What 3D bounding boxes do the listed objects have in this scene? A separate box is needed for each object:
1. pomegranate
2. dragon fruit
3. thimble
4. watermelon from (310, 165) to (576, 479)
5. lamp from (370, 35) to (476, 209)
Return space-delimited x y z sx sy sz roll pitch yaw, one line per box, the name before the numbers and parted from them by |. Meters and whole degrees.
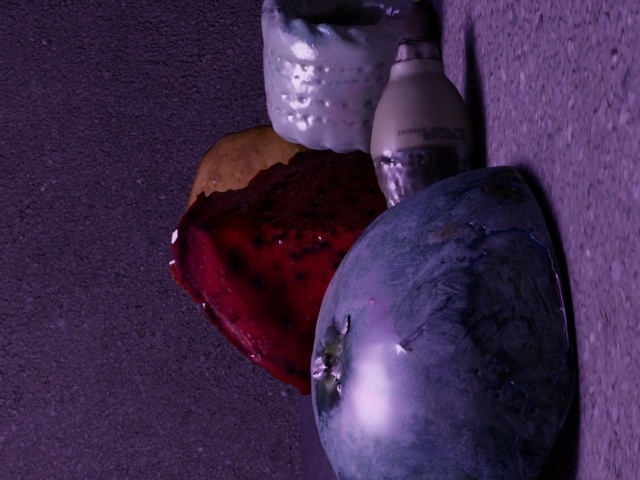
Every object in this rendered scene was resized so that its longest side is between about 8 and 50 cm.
pomegranate | -0.077 -0.054 2.097 0.281 0.281 0.281 179 90 -84
dragon fruit | 0.000 0.000 1.414 0.240 0.330 0.302 -42 42 52
thimble | 0.019 -0.198 1.454 0.211 0.185 0.149 32 132 43
watermelon | 0.081 0.073 1.011 0.188 0.175 0.322 99 168 -63
lamp | 0.096 -0.069 1.222 0.101 0.101 0.250 125 142 -80
